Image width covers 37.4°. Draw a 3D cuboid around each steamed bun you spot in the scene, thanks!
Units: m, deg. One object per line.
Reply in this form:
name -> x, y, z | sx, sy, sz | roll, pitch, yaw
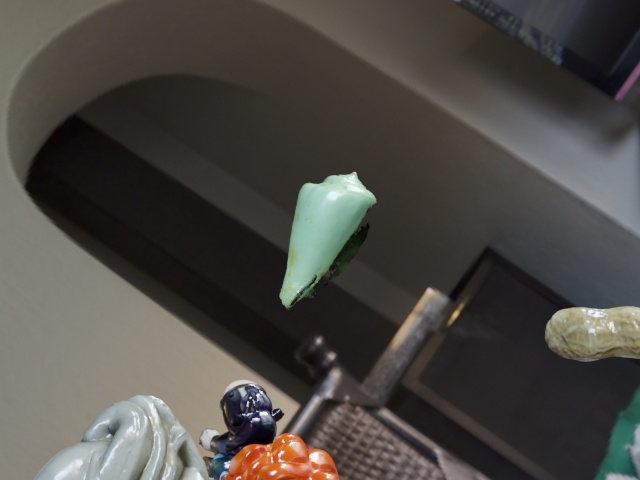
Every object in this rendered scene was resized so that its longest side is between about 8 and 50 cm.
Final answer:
steamed bun -> -0.202, 0.288, 1.021 | 0.211, 0.144, 0.218 | -50, -24, -25

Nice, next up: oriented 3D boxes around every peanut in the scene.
peanut -> 0.256, 0.083, 0.841 | 0.054, 0.113, 0.054 | -4, -90, -66

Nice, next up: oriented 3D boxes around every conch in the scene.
conch -> 0.016, -0.002, 1.685 | 0.143, 0.137, 0.250 | -77, -2, -76

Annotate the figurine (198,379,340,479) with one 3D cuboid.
figurine -> -0.113, 0.433, 1.722 | 0.306, 0.241, 0.412 | -65, 26, 17
